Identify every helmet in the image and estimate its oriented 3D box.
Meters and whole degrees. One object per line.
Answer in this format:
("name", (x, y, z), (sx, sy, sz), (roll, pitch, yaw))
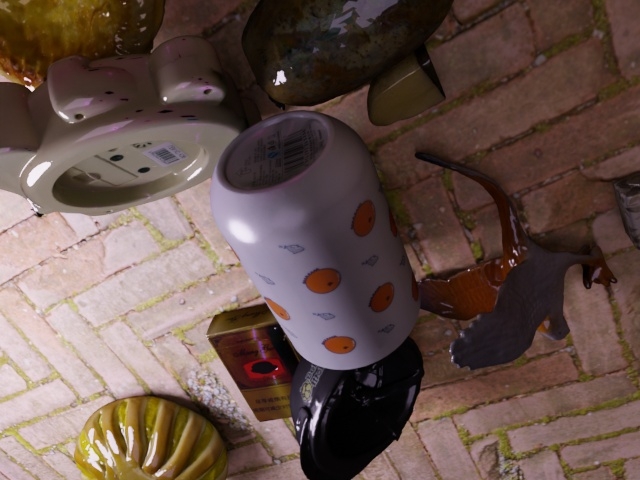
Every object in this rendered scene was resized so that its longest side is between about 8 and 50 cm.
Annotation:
("helmet", (0.041, 0.257, 0.894), (0.279, 0.160, 0.230), (-53, 132, -4))

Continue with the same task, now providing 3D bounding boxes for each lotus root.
("lotus root", (0.032, -0.267, 0.605), (0.274, 0.152, 0.160), (-28, 107, 22))

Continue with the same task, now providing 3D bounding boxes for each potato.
("potato", (0.100, -0.205, 0.678), (0.103, 0.067, 0.096), (-25, 154, 16))

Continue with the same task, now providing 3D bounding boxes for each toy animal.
("toy animal", (0.283, 0.013, 0.783), (0.301, 0.225, 0.285), (0, 101, -6))

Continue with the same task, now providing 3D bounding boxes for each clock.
("clock", (-0.242, -0.134, 0.668), (0.309, 0.284, 0.114), (-20, 77, 6))

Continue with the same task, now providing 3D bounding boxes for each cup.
("cup", (0.000, 0.000, 0.691), (0.212, 0.212, 0.317), (-11, 135, 15))

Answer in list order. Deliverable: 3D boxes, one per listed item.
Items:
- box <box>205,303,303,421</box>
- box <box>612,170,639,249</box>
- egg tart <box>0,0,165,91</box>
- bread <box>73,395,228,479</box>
("box", (-0.090, 0.231, 0.980), (0.159, 0.071, 0.240), (-12, 120, 18))
("box", (0.448, -0.042, 0.730), (0.044, 0.062, 0.098), (-21, 117, 22))
("egg tart", (-0.321, -0.327, 0.639), (0.318, 0.128, 0.319), (5, 121, 8))
("bread", (-0.368, 0.475, 1.120), (0.332, 0.160, 0.333), (3, 120, 6))
